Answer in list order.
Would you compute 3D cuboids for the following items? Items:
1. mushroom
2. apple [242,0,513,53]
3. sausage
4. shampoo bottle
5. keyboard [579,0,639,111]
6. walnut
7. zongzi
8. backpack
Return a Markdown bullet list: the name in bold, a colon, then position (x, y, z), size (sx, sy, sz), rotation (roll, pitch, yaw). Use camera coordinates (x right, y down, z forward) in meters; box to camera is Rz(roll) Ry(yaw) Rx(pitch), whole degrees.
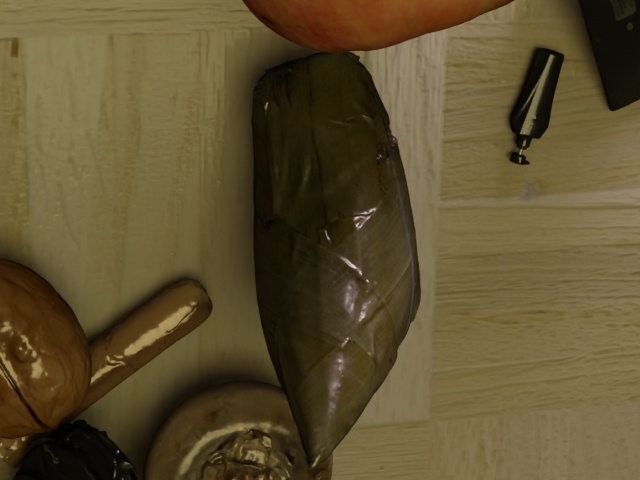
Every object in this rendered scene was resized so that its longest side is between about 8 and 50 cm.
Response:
- **mushroom**: position (-0.090, 0.273, 1.965), size (0.226, 0.178, 0.226), rotation (-7, 107, -24)
- **apple**: position (0.074, -0.380, 1.666), size (0.391, 0.391, 0.346), rotation (-14, 111, -10)
- **sausage**: position (-0.250, 0.147, 1.937), size (0.301, 0.066, 0.066), rotation (-39, 115, -1)
- **shampoo bottle**: position (0.248, -0.155, 1.986), size (0.048, 0.027, 0.137), rotation (11, 106, -17)
- **keyboard**: position (0.336, -0.276, 1.909), size (0.106, 0.027, 0.317), rotation (-26, 135, -1)
- **walnut**: position (-0.340, 0.117, 1.842), size (0.167, 0.167, 0.207), rotation (-32, 99, -3)
- **zongzi**: position (0.000, 0.000, 1.787), size (0.174, 0.393, 0.356), rotation (-6, 108, 11)
- **backpack**: position (-0.269, 0.321, 1.916), size (0.133, 0.206, 0.258), rotation (-34, 144, -45)
